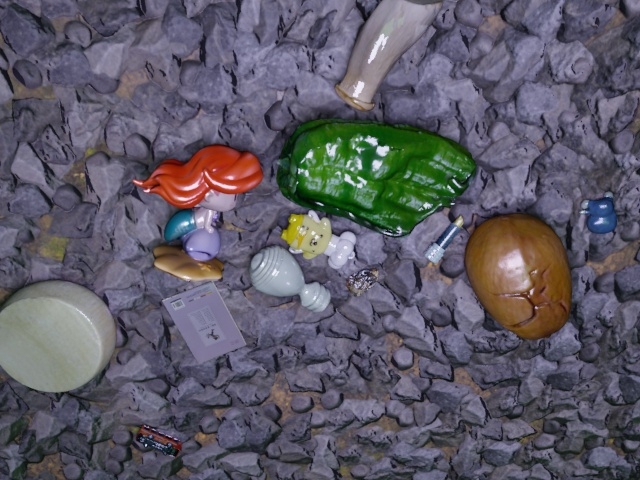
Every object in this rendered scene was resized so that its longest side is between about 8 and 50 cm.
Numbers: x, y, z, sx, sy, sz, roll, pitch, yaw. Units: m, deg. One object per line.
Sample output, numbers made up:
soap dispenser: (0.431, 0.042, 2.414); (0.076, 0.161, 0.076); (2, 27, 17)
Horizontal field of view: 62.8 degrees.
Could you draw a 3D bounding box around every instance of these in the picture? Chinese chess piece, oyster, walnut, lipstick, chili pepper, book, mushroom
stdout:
Chinese chess piece: (-0.574, 0.206, 1.140); (0.250, 0.101, 0.250); (-1, 111, -2)
oyster: (0.096, 0.091, 1.164); (0.083, 0.019, 0.054); (-37, 107, 11)
walnut: (0.418, 0.085, 1.080); (0.203, 0.203, 0.298); (-29, 101, 8)
lipstick: (0.272, -0.004, 1.129); (0.037, 0.037, 0.116); (35, 101, -14)
chili pepper: (0.100, -0.134, 1.010); (0.384, 0.167, 0.213); (5, 126, -17)
book: (-0.262, 0.188, 1.191); (0.127, 0.014, 0.182); (-22, 110, 6)
mushroom: (0.115, -0.359, 0.957); (0.096, 0.108, 0.247); (42, 106, 26)

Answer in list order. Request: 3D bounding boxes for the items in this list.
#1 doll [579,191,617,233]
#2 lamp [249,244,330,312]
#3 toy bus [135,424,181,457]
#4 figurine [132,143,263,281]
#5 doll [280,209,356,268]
doll: (0.594, -0.053, 1.114); (0.076, 0.050, 0.083); (-15, 112, 8)
lamp: (-0.067, 0.087, 1.120); (0.193, 0.106, 0.106); (36, 106, -25)
toy bus: (-0.396, 0.492, 1.286); (0.110, 0.043, 0.031); (28, 104, -10)
figurine: (-0.240, -0.069, 1.016); (0.208, 0.181, 0.257); (23, 103, 20)
doll: (0.000, 0.000, 1.104); (0.162, 0.062, 0.106); (23, 113, -12)
